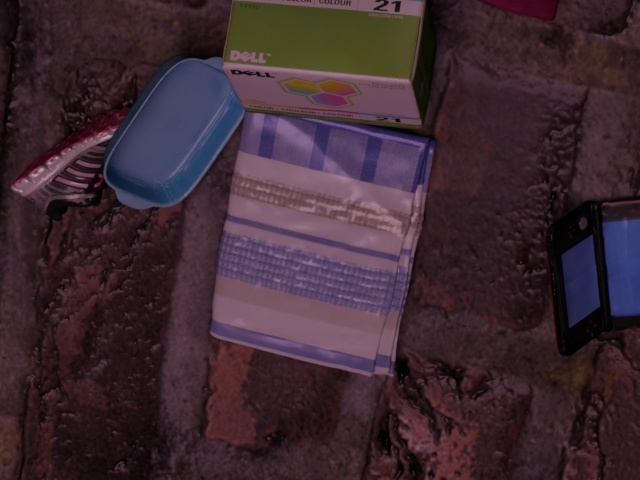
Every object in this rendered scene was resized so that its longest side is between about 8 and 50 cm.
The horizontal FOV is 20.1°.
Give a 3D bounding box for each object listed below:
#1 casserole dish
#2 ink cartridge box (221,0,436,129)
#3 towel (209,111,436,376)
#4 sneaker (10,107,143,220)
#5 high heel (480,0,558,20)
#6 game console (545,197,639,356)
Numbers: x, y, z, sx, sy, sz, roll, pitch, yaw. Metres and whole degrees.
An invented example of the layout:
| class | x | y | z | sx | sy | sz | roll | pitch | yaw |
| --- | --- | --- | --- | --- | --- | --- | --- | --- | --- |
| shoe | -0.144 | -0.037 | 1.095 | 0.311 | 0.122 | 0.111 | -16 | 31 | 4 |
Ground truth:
| class | x | y | z | sx | sy | sz | roll | pitch | yaw |
| --- | --- | --- | --- | --- | --- | --- | --- | --- | --- |
| casserole dish | -0.152 | -0.117 | 1.863 | 0.114 | 0.037 | 0.188 | 23 | 110 | -39 |
| ink cartridge box | 0.001 | -0.198 | 1.705 | 0.189 | 0.255 | 0.097 | 6 | 76 | 10 |
| towel | 0.000 | 0.000 | 1.904 | 0.209 | 0.034 | 0.285 | 12 | 113 | 6 |
| sneaker | -0.244 | -0.077 | 1.919 | 0.170 | 0.063 | 0.075 | -31 | 110 | 19 |
| high heel | 0.037 | -0.257 | 1.744 | 0.377 | 0.127 | 0.181 | -11 | 105 | 17 |
| game console | 0.298 | 0.037 | 1.827 | 0.085 | 0.124 | 0.144 | 7 | 115 | 39 |
